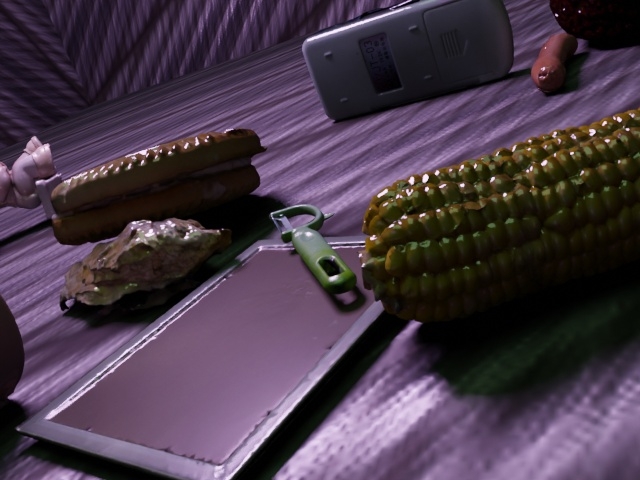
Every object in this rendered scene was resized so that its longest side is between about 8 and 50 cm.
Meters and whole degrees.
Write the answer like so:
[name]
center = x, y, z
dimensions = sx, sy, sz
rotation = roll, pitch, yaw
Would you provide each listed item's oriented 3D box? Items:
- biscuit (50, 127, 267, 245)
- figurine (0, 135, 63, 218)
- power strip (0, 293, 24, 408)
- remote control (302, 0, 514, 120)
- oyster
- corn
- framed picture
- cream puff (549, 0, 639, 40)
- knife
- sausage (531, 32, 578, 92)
[biscuit]
center = -0.181, -0.060, 0.806
dimensions = 0.259, 0.079, 0.259
rotation = -16, 6, 2
[figurine]
center = -0.527, -0.050, 1.117
dimensions = 0.257, 0.144, 0.182
rotation = -25, 41, -18
[power strip]
center = -0.302, 0.079, 0.531
dimensions = 0.154, 0.154, 0.078
rotation = -9, 20, 29
[remote control]
center = 0.122, -0.269, 1.020
dimensions = 0.296, 0.140, 0.056
rotation = -10, 26, 28
[oyster]
center = -0.184, 0.018, 0.687
dimensions = 0.133, 0.072, 0.209
rotation = -29, 20, -30
[corn]
center = 0.161, -0.029, 0.429
dimensions = 0.292, 0.101, 0.101
rotation = -21, 20, 2
[framed picture]
center = -0.051, 0.067, 0.508
dimensions = 0.217, 0.017, 0.274
rotation = -2, 28, 42
[cream puff]
center = 0.418, -0.364, 0.944
dimensions = 0.239, 0.165, 0.239
rotation = -15, 20, 6
[knife]
center = 0.000, 0.001, 0.581
dimensions = 0.054, 0.015, 0.212
rotation = -16, 19, -8
[sausage]
center = 0.292, -0.226, 0.892
dimensions = 0.043, 0.043, 0.186
rotation = -9, 23, 29
